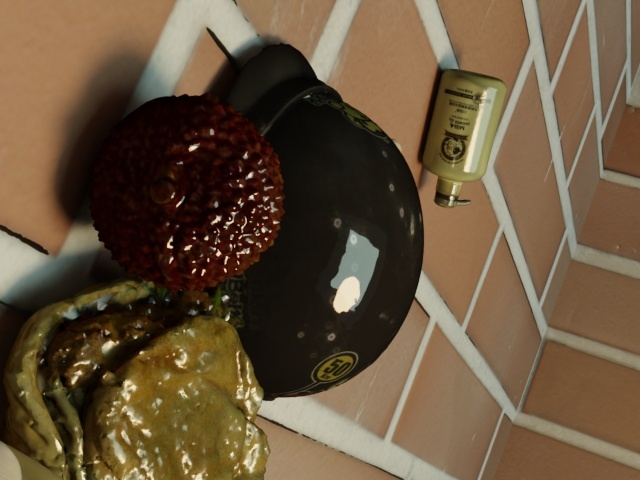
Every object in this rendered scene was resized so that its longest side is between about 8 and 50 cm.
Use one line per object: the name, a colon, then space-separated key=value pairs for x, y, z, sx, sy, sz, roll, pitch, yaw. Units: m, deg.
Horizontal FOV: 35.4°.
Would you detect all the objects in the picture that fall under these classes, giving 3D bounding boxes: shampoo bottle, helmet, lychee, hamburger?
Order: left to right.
hamburger: x=-0.128 y=0.123 z=0.644 sx=0.183 sy=0.130 sz=0.206 roll=-24 pitch=112 yaw=-57
lychee: x=-0.078 y=-0.031 z=0.620 sx=0.129 sy=0.123 sz=0.123 roll=-23 pitch=127 yaw=-61
helmet: x=0.000 y=0.000 z=0.781 sx=0.230 sy=0.160 sz=0.279 roll=-11 pitch=118 yaw=-64
shampoo bottle: x=0.164 y=-0.117 z=1.187 sx=0.079 sy=0.079 sz=0.162 roll=-19 pitch=125 yaw=-63

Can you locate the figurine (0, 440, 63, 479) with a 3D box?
figurine: x=-0.213 y=0.129 z=0.310 sx=0.394 sy=0.226 sz=0.274 roll=68 pitch=17 yaw=-45

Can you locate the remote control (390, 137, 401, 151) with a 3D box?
remote control: x=0.050 y=-0.046 z=1.029 sx=0.074 sy=0.032 sz=0.122 roll=-14 pitch=119 yaw=-65
